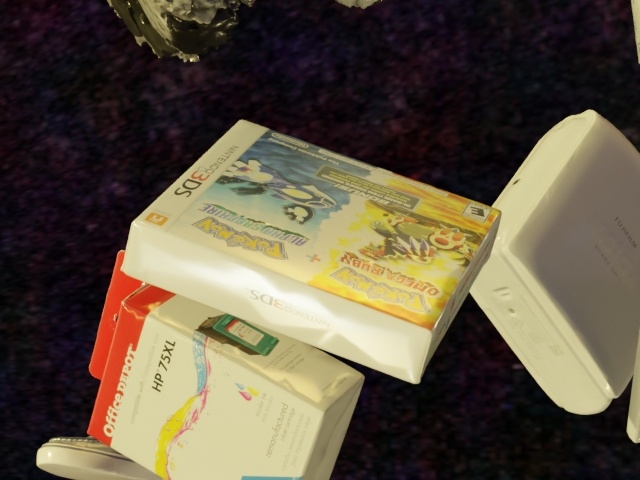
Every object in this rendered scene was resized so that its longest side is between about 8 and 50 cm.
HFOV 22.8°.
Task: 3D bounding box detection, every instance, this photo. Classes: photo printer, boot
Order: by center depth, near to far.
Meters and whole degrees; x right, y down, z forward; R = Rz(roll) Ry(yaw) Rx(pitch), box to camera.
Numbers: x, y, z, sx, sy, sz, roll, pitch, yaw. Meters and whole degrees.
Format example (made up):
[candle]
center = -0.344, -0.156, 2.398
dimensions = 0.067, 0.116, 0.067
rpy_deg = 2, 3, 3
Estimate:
[boot]
center = -0.165, 0.174, 1.419
dimensions = 0.190, 0.069, 0.086
rpy_deg = 15, 70, -38
[photo printer]
center = 0.314, 0.012, 1.872
dimensions = 0.256, 0.107, 0.307
rpy_deg = 53, 50, -16

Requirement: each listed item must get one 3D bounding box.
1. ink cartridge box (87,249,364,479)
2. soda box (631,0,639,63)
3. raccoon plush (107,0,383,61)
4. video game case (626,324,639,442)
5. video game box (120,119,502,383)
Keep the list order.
[ink cartridge box]
center = -0.095, 0.119, 1.248
dimensions = 0.078, 0.231, 0.134
rpy_deg = -36, 148, -57
[soda box]
center = 0.406, -0.353, 1.835
dimensions = 0.098, 0.091, 0.286
rpy_deg = -6, 89, -3
[raccoon plush]
center = -0.058, -0.334, 1.138
dimensions = 0.299, 0.216, 0.446
rpy_deg = -34, 140, -11
[video game case]
center = 0.314, 0.086, 1.248
dimensions = 0.143, 0.019, 0.157
rpy_deg = -14, 133, -11
[video game box]
center = 0.000, 0.000, 1.055
dimensions = 0.187, 0.205, 0.048
rpy_deg = -54, 161, -56
